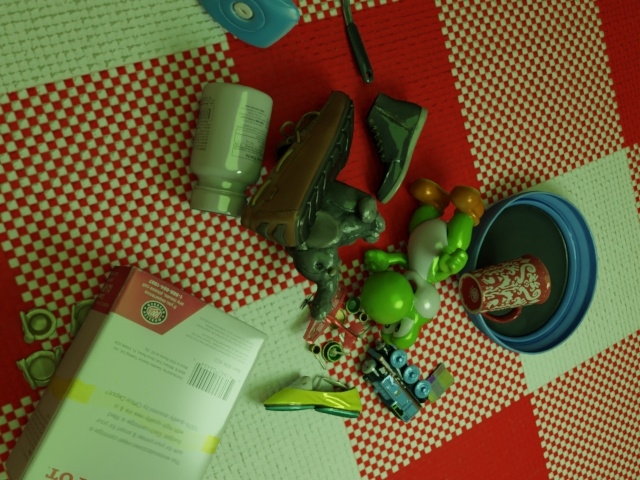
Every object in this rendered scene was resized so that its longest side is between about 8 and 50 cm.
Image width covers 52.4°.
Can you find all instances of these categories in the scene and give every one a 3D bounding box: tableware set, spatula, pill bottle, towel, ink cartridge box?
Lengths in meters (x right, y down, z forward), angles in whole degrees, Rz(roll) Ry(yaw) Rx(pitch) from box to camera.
[{"bbox_3d":[-0.448,0.180,1.148,0.169,0.020,0.141,-10,97,-25],"label":"tableware set"},{"bbox_3d":[0.061,-0.470,1.344,0.084,0.030,0.296,-22,103,-25],"label":"spatula"},{"bbox_3d":[-0.170,-0.162,1.198,0.131,0.131,0.229,11,89,-26],"label":"pill bottle"},{"bbox_3d":[0.042,0.196,1.385,0.154,0.024,0.104,-38,108,-18],"label":"tableware set"},{"bbox_3d":[0.272,0.332,1.513,0.083,0.009,0.060,-43,111,-16],"label":"towel"},{"bbox_3d":[-0.310,0.273,1.121,0.279,0.160,0.384,33,73,-27],"label":"ink cartridge box"}]

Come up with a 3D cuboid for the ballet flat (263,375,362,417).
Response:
[{"bbox_3d":[-0.014,0.321,1.347,0.231,0.077,0.077,13,66,-29],"label":"ballet flat"}]

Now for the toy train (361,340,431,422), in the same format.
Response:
[{"bbox_3d":[0.163,0.305,1.423,0.105,0.080,0.184,-42,110,-11],"label":"toy train"}]

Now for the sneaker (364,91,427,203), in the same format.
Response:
[{"bbox_3d":[0.133,-0.196,1.384,0.118,0.083,0.222,20,92,-7],"label":"sneaker"}]

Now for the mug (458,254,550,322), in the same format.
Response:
[{"bbox_3d":[0.400,0.118,1.423,0.169,0.113,0.150,-10,96,-22],"label":"mug"}]

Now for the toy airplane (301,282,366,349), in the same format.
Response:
[{"bbox_3d":[0.031,0.166,1.356,0.151,0.028,0.151,5,68,-12],"label":"toy airplane"}]

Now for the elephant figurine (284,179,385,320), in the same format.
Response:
[{"bbox_3d":[0.000,0.000,1.270,0.239,0.186,0.169,-41,134,-25],"label":"elephant figurine"}]

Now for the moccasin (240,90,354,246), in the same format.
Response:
[{"bbox_3d":[-0.035,-0.151,1.231,0.147,0.139,0.380,16,59,14],"label":"moccasin"}]

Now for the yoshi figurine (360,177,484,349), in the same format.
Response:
[{"bbox_3d":[0.197,0.043,1.363,0.203,0.203,0.362,23,81,-1],"label":"yoshi figurine"}]

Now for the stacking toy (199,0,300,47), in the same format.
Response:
[{"bbox_3d":[-0.083,-0.533,1.224,0.175,0.166,0.301,35,64,-22],"label":"stacking toy"}]

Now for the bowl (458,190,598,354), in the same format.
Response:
[{"bbox_3d":[0.501,0.076,1.570,0.391,0.077,0.391,-2,95,-25],"label":"bowl"}]
